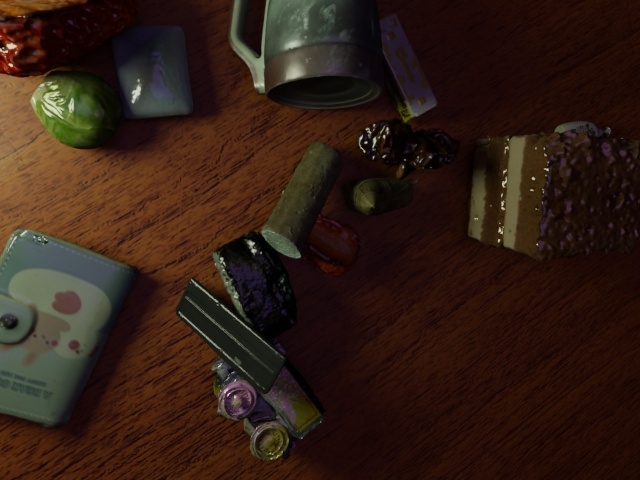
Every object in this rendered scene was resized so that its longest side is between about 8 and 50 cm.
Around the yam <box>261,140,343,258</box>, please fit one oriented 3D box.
[{"bbox_3d":[-0.031,-0.090,1.034,0.093,0.093,0.259,33,62,-15],"label":"yam"}]

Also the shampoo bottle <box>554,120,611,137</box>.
[{"bbox_3d":[0.670,-0.269,1.274,0.152,0.045,0.077,-13,96,-12],"label":"shampoo bottle"}]

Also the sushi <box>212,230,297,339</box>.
[{"bbox_3d":[-0.129,0.096,1.044,0.127,0.124,0.224,-24,99,-18],"label":"sushi"}]

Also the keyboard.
[{"bbox_3d":[-0.147,0.214,0.977,0.041,0.381,0.103,3,120,-56],"label":"keyboard"}]

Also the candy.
[{"bbox_3d":[-0.327,-0.329,0.983,0.138,0.071,0.174,-7,96,-11],"label":"candy"}]

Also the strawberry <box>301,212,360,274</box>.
[{"bbox_3d":[0.000,0.000,1.106,0.188,0.082,0.121,36,54,-2],"label":"strawberry"}]

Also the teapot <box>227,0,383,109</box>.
[{"bbox_3d":[-0.036,-0.436,0.999,0.315,0.233,0.311,-2,89,13],"label":"teapot"}]

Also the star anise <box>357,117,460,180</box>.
[{"bbox_3d":[0.189,-0.191,1.073,0.220,0.190,0.125,8,89,-15],"label":"star anise"}]

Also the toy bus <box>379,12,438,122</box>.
[{"bbox_3d":[0.176,-0.381,1.115,0.081,0.074,0.226,-30,101,-11],"label":"toy bus"}]

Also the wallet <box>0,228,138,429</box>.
[{"bbox_3d":[-0.542,0.168,0.968,0.252,0.083,0.360,26,87,-21],"label":"wallet"}]

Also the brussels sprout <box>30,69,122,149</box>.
[{"bbox_3d":[-0.450,-0.246,0.935,0.155,0.117,0.155,-5,104,-20],"label":"brussels sprout"}]

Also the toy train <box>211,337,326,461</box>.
[{"bbox_3d":[-0.113,0.335,1.069,0.177,0.134,0.260,-36,103,-10],"label":"toy train"}]

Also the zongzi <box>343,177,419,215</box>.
[{"bbox_3d":[0.160,-0.091,1.082,0.189,0.178,0.081,-4,104,-15],"label":"zongzi"}]

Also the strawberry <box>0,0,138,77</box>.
[{"bbox_3d":[-0.483,-0.378,0.889,0.280,0.254,0.150,-45,148,-41],"label":"strawberry"}]

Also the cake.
[{"bbox_3d":[0.506,-0.100,1.119,0.256,0.290,0.281,1,95,-14],"label":"cake"}]
